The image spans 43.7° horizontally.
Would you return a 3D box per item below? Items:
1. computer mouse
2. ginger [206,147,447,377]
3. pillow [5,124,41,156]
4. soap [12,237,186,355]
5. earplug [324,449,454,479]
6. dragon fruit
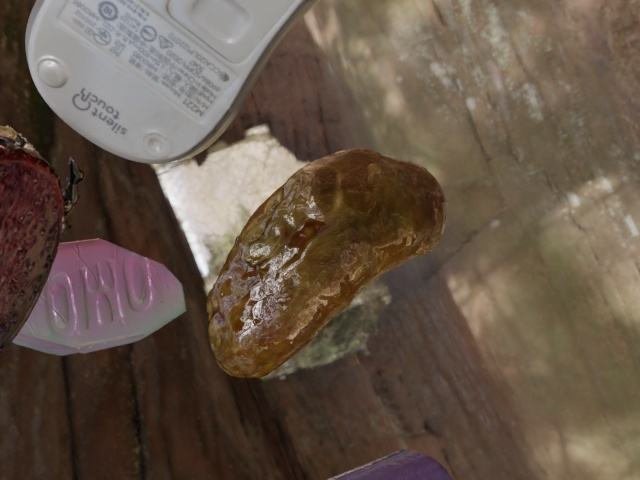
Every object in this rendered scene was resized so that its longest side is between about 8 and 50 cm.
[{"bbox_3d":[-0.103,-0.197,0.618,0.184,0.297,0.121,30,-142,-18],"label":"computer mouse"},{"bbox_3d":[0.000,0.000,0.848,0.165,0.321,0.172,19,136,52],"label":"ginger"},{"bbox_3d":[-0.582,-0.135,1.484,0.232,0.126,0.043,36,165,43],"label":"pillow"},{"bbox_3d":[-0.402,0.096,1.390,0.109,0.324,0.193,-9,89,48],"label":"soap"},{"bbox_3d":[0.013,0.469,1.215,0.215,0.456,0.215,1,91,45],"label":"earplug"},{"bbox_3d":[-0.319,0.002,0.622,0.218,0.148,0.224,32,-100,-80],"label":"dragon fruit"}]
